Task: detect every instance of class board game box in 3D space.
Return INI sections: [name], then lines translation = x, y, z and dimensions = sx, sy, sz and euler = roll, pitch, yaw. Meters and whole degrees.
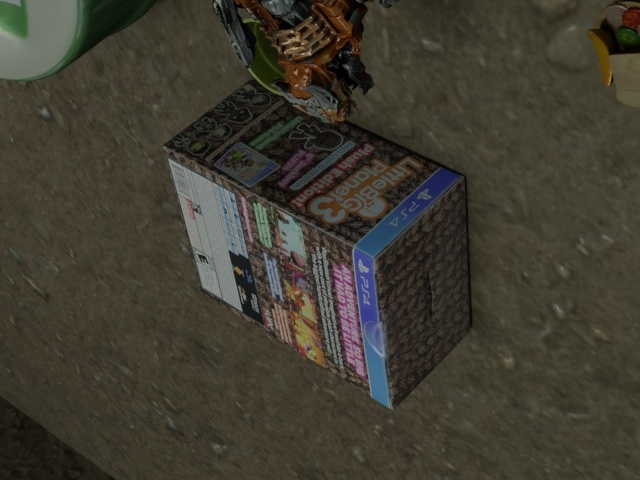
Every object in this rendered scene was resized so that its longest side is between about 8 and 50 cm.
[board game box]
translation = 0.000, 0.000, 1.282
dimensions = 0.291, 0.141, 0.232
euler = 29, 146, 31

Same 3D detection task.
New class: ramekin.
[ramekin]
translation = -0.322, -0.312, 1.239
dimensions = 0.303, 0.148, 0.303
euler = 16, 133, 17

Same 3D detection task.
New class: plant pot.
[plant pot]
translation = -0.023, -0.193, 1.143
dimensions = 0.083, 0.079, 0.083
euler = 34, 149, 24

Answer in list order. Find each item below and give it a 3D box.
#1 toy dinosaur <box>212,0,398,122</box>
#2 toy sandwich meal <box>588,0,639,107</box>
[toy dinosaur]
translation = -0.009, -0.252, 0.909
dimensions = 0.164, 0.218, 0.322
euler = 31, 147, 29
[toy sandwich meal]
translation = 0.236, -0.139, 0.908
dimensions = 0.085, 0.029, 0.085
euler = 34, 148, 25
